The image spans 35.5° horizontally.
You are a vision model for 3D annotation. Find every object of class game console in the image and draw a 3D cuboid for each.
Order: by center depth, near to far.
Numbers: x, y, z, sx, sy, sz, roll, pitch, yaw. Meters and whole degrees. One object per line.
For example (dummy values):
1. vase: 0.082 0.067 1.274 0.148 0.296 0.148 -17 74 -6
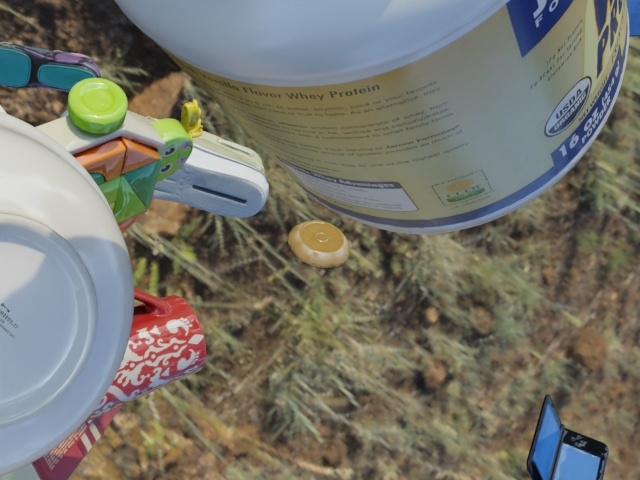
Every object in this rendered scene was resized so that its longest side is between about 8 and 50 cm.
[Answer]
1. game console: 0.318 0.278 1.282 0.071 0.107 0.122 100 14 -48

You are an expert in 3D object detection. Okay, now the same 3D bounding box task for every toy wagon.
1. toy wagon: -0.255 -0.054 1.027 0.344 0.068 0.267 -26 161 -30

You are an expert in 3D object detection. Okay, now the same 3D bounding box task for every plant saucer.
1. plant saucer: 0.000 0.000 1.294 0.083 0.083 0.015 -24 147 -36

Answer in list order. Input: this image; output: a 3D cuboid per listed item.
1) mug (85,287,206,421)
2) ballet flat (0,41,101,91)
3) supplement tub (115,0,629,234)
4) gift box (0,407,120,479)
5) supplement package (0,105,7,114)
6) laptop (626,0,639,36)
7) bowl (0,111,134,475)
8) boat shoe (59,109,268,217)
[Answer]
1. mug: -0.212 0.117 1.071 0.169 0.113 0.150 -18 153 -33
2. ballet flat: -0.480 -0.295 1.674 0.222 0.079 0.077 5 124 -22
3. supplement tub: 0.025 -0.150 0.478 0.228 0.228 0.316 -53 155 -2
4. gift box: -0.453 0.179 1.352 0.255 0.258 0.276 -52 126 -58
5. supplement package: -0.470 -0.135 1.087 0.194 0.203 0.149 -40 -177 -17
6. laptop: 0.415 -0.202 0.805 0.236 0.408 0.382 -34 158 -12
7. bowl: -0.247 0.047 0.697 0.298 0.134 0.297 -3 96 -36
8. boat shoe: -0.216 -0.116 1.387 0.302 0.094 0.109 21 124 -20
